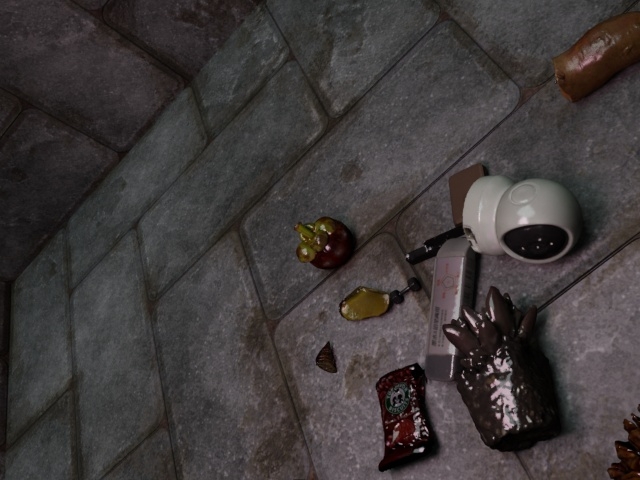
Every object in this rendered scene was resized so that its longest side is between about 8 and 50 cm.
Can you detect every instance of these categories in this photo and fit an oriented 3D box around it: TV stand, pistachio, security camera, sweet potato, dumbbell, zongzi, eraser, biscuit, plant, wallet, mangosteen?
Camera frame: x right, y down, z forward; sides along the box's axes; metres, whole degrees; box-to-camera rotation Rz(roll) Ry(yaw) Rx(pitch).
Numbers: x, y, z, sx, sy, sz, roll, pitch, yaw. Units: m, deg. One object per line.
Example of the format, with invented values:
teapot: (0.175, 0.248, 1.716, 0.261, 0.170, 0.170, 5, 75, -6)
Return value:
TV stand: (0.325, 0.003, 1.685, 0.249, 0.036, 0.042, -26, 52, 33)
pistachio: (0.123, 0.164, 1.783, 0.172, 0.049, 0.090, -16, 79, 37)
security camera: (0.457, -0.050, 1.472, 0.236, 0.194, 0.195, 8, 73, 44)
sweet potato: (0.685, -0.454, 1.522, 0.336, 0.131, 0.131, -34, 47, 27)
dumbbell: (0.218, 0.129, 1.718, 0.083, 0.036, 0.040, -39, 45, 23)
zongzi: (0.013, 0.310, 1.807, 0.074, 0.067, 0.083, -66, 23, 3)
eraser: (0.308, 0.156, 1.574, 0.089, 0.061, 0.352, -4, 71, 42)
biscuit: (0.192, 0.408, 1.558, 0.151, 0.063, 0.235, -29, 47, 30)
plant: (0.378, 0.257, 1.380, 0.194, 0.181, 0.321, -32, 52, 28)
wallet: (0.380, -0.117, 1.700, 0.118, 0.038, 0.153, -26, 50, 35)
mangosteen: (0.011, 0.003, 1.893, 0.145, 0.181, 0.156, 10, 71, 27)

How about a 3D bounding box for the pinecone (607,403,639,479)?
pinecone: (0.572, 0.386, 1.069, 0.224, 0.224, 0.273, -16, 58, 39)
